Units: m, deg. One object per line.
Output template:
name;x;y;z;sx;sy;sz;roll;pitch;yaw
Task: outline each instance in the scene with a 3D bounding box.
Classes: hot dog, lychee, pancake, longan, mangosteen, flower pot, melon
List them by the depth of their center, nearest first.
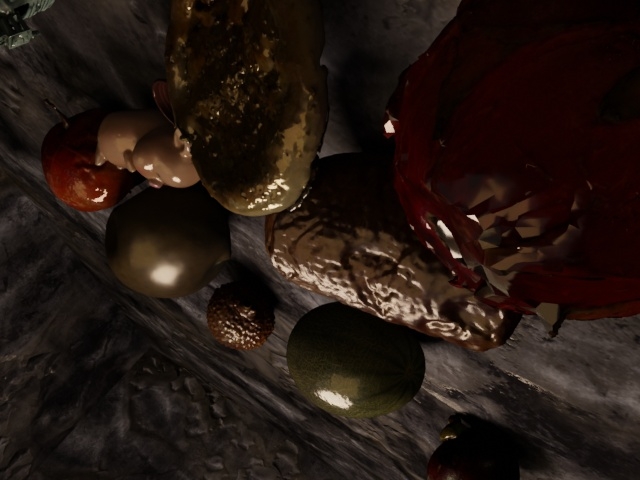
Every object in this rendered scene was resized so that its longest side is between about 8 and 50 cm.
pancake;-0.114;-0.210;0.801;0.382;0.071;0.381;24;122;47
hot dog;0.107;0.017;0.879;0.388;0.174;0.266;20;138;16
flower pot;-0.212;-0.247;1.023;0.111;0.089;0.111;31;152;18
melon;0.070;0.242;1.256;0.302;0.237;0.237;4;137;45
mangosteen;0.341;0.521;1.389;0.216;0.216;0.216;32;154;18
longan;-0.351;0.000;1.407;0.288;0.288;0.350;43;152;-6
lychee;-0.215;0.204;1.654;0.200;0.200;0.238;41;158;0

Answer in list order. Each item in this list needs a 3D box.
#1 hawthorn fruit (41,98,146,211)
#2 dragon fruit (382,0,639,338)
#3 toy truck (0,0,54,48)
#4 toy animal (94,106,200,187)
hawthorn fruit;-0.527;-0.208;1.380;0.242;0.242;0.271;4;134;52
dragon fruit;0.206;-0.085;0.505;0.295;0.302;0.295;52;173;10
toy truck;-0.616;-0.497;1.063;0.338;0.184;0.133;50;154;-20
toy animal;-0.322;-0.187;1.205;0.250;0.153;0.166;20;-168;21
